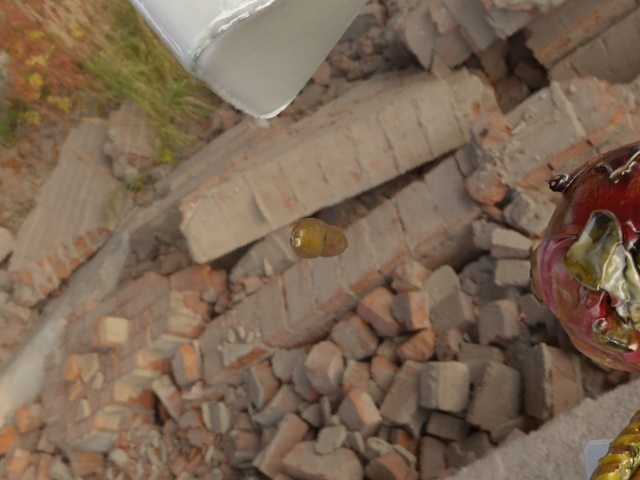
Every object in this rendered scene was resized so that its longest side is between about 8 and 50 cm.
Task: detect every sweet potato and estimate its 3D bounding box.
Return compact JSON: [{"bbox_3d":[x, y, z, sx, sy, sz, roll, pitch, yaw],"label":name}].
[{"bbox_3d":[-0.002,-0.003,1.140,0.051,0.218,0.065,-33,79,17],"label":"sweet potato"}]

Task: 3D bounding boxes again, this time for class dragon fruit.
[{"bbox_3d":[0.209,0.013,0.402,0.125,0.246,0.125,-30,59,52],"label":"dragon fruit"}]

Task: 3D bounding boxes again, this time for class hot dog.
[{"bbox_3d":[0.350,0.216,0.749,0.115,0.269,0.072,17,121,37],"label":"hot dog"}]

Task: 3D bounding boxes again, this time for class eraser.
[{"bbox_3d":[-0.084,-0.287,0.897,0.331,0.331,0.150,-43,82,17],"label":"eraser"}]

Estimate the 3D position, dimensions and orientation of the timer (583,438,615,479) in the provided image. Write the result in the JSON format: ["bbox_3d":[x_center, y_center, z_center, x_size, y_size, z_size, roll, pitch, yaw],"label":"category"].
[{"bbox_3d":[0.592,0.430,1.283,0.192,0.194,0.194,145,125,-61],"label":"timer"}]
